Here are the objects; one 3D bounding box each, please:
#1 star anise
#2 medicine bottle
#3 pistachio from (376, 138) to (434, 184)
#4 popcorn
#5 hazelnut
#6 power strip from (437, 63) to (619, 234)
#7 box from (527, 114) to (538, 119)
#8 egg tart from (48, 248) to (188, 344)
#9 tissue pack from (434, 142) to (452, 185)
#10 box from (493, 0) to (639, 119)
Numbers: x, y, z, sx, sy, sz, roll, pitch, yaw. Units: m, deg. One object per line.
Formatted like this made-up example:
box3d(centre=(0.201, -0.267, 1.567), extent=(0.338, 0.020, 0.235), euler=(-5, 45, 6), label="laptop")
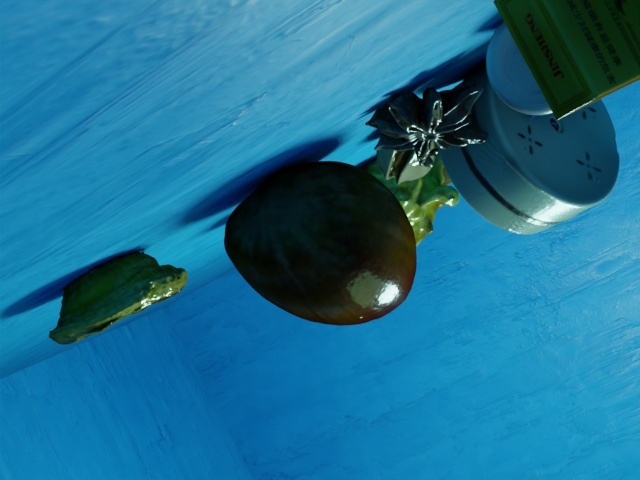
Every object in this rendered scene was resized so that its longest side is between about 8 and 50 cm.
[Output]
box3d(centre=(0.181, -0.199, 1.433), extent=(0.209, 0.089, 0.231), euler=(11, 159, -16), label="star anise")
box3d(centre=(0.384, -0.293, 1.303), extent=(0.157, 0.157, 0.288), euler=(-29, 178, 39), label="medicine bottle")
box3d(centre=(0.185, -0.196, 1.789), extent=(0.152, 0.126, 0.223), euler=(-61, 172, 0), label="pistachio")
box3d(centre=(0.199, -0.109, 2.316), extent=(0.279, 0.274, 0.335), euler=(9, 115, -31), label="popcorn")
box3d(centre=(0.005, 0.002, 1.614), extent=(0.366, 0.366, 0.366), euler=(-28, 178, -1), label="hazelnut")
box3d(centre=(0.382, -0.193, 1.574), extent=(0.357, 0.357, 0.161), euler=(-26, 177, -38), label="power strip")
box3d(centre=(0.420, -0.315, 1.499), extent=(0.194, 0.139, 0.073), euler=(-27, 178, -39), label="box")
box3d(centre=(-0.403, 0.106, 1.632), extent=(0.290, 0.115, 0.290), euler=(-26, 180, 0), label="egg tart")
box3d(centre=(0.326, -0.225, 2.481), extent=(0.246, 0.159, 0.136), euler=(-29, 179, 23), label="tissue pack")
box3d(centre=(0.372, -0.283, 1.091), extent=(0.274, 0.174, 0.076), euler=(-27, 179, -34), label="box")
